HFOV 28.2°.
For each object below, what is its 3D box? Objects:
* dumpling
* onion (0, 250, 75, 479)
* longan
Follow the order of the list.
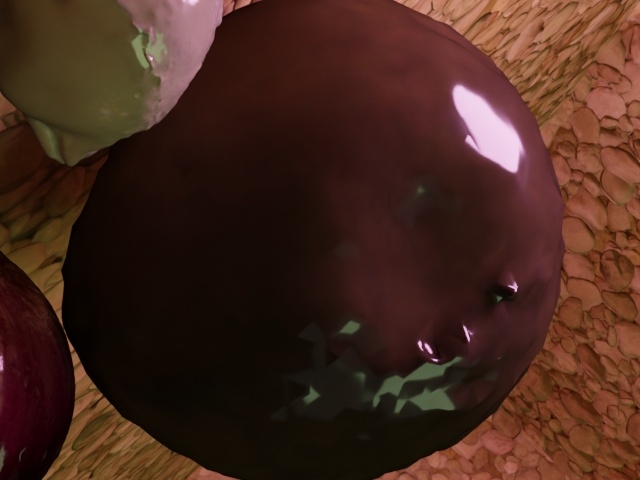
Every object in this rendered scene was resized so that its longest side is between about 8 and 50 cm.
[{"bbox_3d":[-0.133,-0.165,0.813,0.258,0.147,0.193,103,4,-58],"label":"dumpling"},{"bbox_3d":[-0.301,0.112,0.966,0.256,0.230,0.272,-27,152,-52],"label":"onion"},{"bbox_3d":[0.009,0.001,1.080,0.436,0.404,0.404,-62,-178,-40],"label":"longan"}]
